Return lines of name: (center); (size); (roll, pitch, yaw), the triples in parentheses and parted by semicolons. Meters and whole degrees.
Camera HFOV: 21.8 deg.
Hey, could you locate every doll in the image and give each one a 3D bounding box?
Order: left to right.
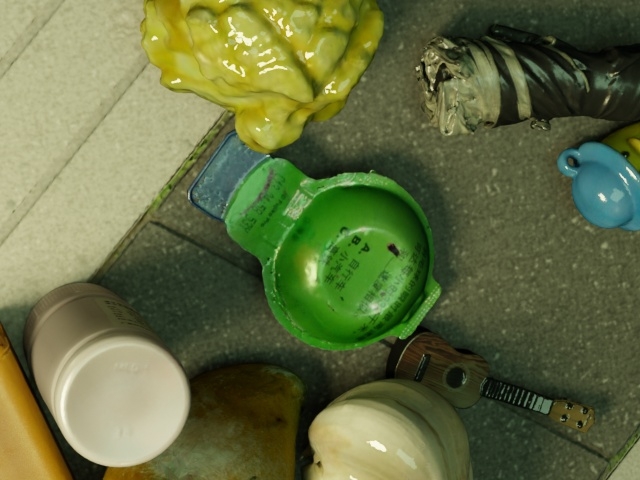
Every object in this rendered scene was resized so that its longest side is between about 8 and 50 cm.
doll: (0.447, -0.083, 1.921); (0.363, 0.145, 0.199); (2, 61, -10)

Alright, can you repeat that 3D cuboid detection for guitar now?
guitar: (0.201, 0.171, 1.928); (0.271, 0.038, 0.084); (19, 97, -22)

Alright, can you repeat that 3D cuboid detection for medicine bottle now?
medicine bottle: (-0.220, 0.128, 1.664); (0.133, 0.249, 0.133); (-4, 103, -19)

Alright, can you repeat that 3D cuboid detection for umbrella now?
umbrella: (0.280, -0.174, 1.850); (0.357, 0.106, 0.113); (-1, 110, -15)

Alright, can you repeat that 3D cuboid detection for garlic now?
garlic: (0.076, 0.252, 1.832); (0.281, 0.203, 0.185); (53, 52, -56)

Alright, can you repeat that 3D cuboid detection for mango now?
mango: (-0.116, 0.239, 1.738); (0.192, 0.146, 0.316); (22, 50, 13)

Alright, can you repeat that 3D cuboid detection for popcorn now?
popcorn: (-0.060, -0.214, 1.658); (0.255, 0.256, 0.195); (73, 29, -46)

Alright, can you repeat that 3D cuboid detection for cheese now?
cheese: (0.000, 0.000, 1.801); (0.320, 0.083, 0.204); (36, 90, -24)

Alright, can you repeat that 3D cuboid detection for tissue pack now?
tissue pack: (-0.355, 0.244, 1.702); (0.194, 0.145, 0.275); (-27, 109, -13)
